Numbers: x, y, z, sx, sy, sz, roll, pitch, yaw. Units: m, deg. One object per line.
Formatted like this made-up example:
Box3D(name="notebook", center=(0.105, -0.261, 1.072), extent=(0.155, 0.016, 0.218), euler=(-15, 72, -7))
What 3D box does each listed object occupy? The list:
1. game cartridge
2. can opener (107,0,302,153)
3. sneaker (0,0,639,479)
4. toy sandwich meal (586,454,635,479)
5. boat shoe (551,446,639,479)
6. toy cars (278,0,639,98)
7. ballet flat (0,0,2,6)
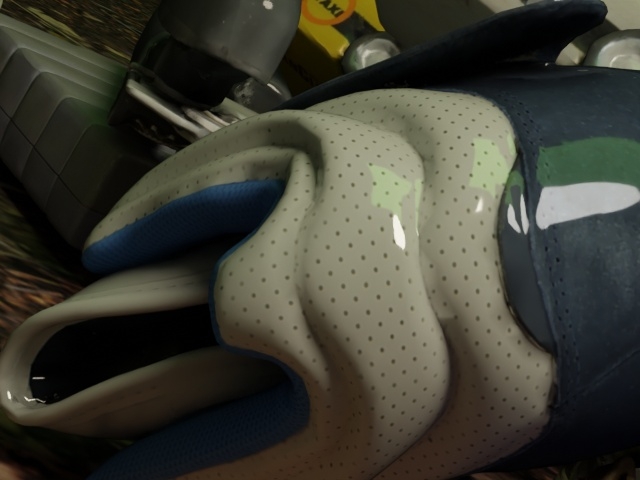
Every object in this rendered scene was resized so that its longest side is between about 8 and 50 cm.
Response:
Box3D(name="game cartridge", center=(0.000, 0.000, 0.866), extent=(0.355, 0.068, 0.230), euler=(22, 7, -32))
Box3D(name="can opener", center=(-0.035, -0.079, 0.725), extent=(0.076, 0.095, 0.283), euler=(27, 10, -10))
Box3D(name="sneaker", center=(0.003, 0.019, 0.552), extent=(0.236, 0.130, 0.323), euler=(-4, -5, -24))
Box3D(name="toy sandwich meal", center=(0.082, 0.101, 0.486), extent=(0.029, 0.085, 0.085), euler=(16, 5, 20))
Box3D(name="boat shoe", center=(0.127, 0.107, 0.657), extent=(0.056, 0.049, 0.152), euler=(22, 8, -19))
Box3D(name="toy cars", center=(0.063, -0.092, 0.780), extent=(0.176, 0.087, 0.394), euler=(57, -16, -20))
Box3D(name="ballet flat", center=(-0.253, -0.164, 0.827), extent=(0.182, 0.164, 0.483), euler=(52, 20, 10))
